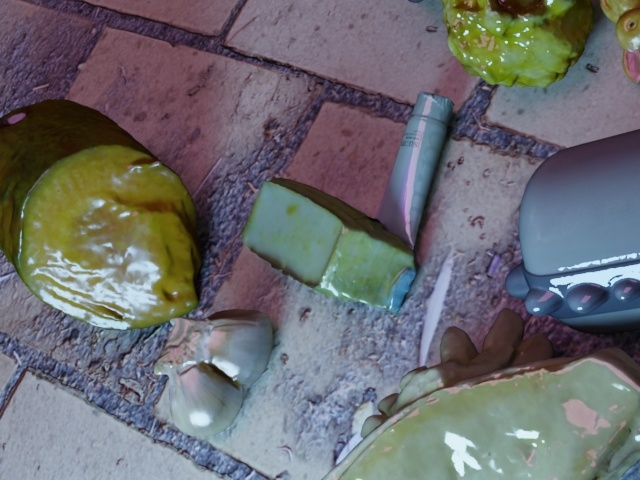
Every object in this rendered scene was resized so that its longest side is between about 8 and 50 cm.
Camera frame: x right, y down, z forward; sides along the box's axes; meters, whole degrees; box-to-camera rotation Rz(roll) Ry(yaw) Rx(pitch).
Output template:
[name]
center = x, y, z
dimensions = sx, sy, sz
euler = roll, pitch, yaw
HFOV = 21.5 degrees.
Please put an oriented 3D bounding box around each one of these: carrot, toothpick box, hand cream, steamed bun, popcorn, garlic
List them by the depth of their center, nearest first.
[toothpick box]
center = 0.336, -0.006, 1.704
dimensions = 0.316, 0.229, 0.229
euler = -13, 57, 39
[steamed bun]
center = 0.155, 0.213, 1.773
dimensions = 0.428, 0.189, 0.247
euler = -37, 76, 17
[popcorn]
center = 0.236, -0.275, 1.979
dimensions = 0.155, 0.197, 0.198
euler = -22, 45, 65
[hand cream]
center = 0.112, -0.080, 2.054
dimensions = 0.078, 0.050, 0.205
euler = 8, 75, 44
[garlic]
center = -0.130, 0.159, 2.076
dimensions = 0.124, 0.099, 0.174
euler = 15, 78, 23
[carrot]
center = -0.319, -0.040, 2.240
dimensions = 0.241, 0.241, 0.340
euler = -52, 43, 1

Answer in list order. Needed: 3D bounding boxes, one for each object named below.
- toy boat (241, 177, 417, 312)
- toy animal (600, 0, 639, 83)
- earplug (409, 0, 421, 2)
[toy boat]
center = -0.004, 0.000, 2.061
dimensions = 0.276, 0.084, 0.111
euler = 32, 106, 44
[toy animal]
center = 0.371, -0.253, 1.944
dimensions = 0.083, 0.070, 0.159
euler = -4, 62, -1
[earplug]
center = 0.180, -0.528, 2.099
dimensions = 0.394, 0.312, 0.313
euler = -35, 48, 13
